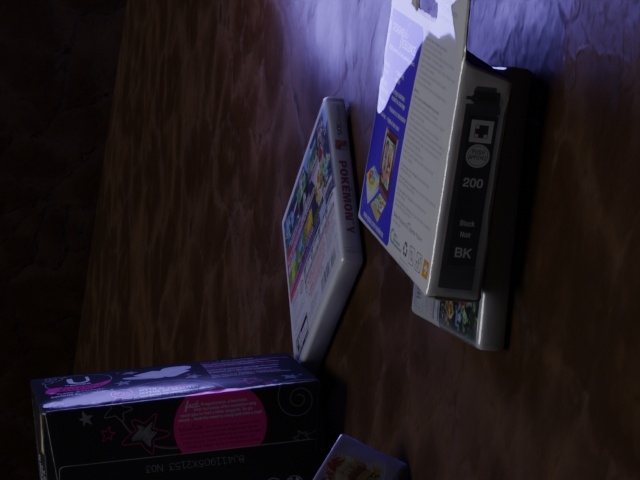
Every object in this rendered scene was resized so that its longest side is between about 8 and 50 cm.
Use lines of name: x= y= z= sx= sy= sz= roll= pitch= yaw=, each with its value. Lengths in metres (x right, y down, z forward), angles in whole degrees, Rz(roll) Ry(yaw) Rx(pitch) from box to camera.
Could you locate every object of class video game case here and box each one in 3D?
video game case: x=0.104 y=-0.029 z=1.405 sx=0.173 sy=0.022 sz=0.190 roll=-152 pitch=68 yaw=-76
video game case: x=0.000 y=0.000 z=1.841 sx=0.201 sy=0.023 sz=0.183 roll=110 pitch=159 yaw=-53

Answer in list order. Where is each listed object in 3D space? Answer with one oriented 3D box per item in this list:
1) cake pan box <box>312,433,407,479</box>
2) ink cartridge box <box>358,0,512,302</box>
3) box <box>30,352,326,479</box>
cake pan box: x=-0.036 y=0.319 z=1.555 sx=0.267 sy=0.070 sz=0.246 roll=-56 pitch=-13 yaw=-41
ink cartridge box: x=0.080 y=-0.086 z=1.376 sx=0.206 sy=0.045 sz=0.208 roll=-126 pitch=41 yaw=-70
box: x=-0.128 y=0.202 z=1.798 sx=0.142 sy=0.247 sz=0.163 roll=-144 pitch=50 yaw=-75
